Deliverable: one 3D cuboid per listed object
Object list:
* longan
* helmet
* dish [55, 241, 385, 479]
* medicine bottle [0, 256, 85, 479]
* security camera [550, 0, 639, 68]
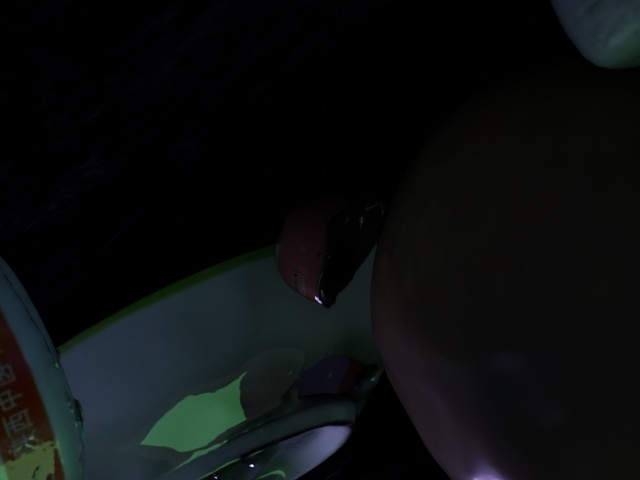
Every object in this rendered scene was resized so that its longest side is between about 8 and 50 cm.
[{"bbox_3d":[0.201,0.039,1.155,0.361,0.361,0.361,-27,168,-6],"label":"longan"},{"bbox_3d":[0.000,-0.001,1.224,0.084,0.049,0.065,-50,150,-42],"label":"helmet"},{"bbox_3d":[-0.073,0.129,1.383,0.324,0.124,0.324,-26,165,-8],"label":"dish"},{"bbox_3d":[-0.230,0.098,0.897,0.225,0.139,0.139,-24,168,-20],"label":"medicine bottle"},{"bbox_3d":[0.241,-0.157,1.050,0.157,0.080,0.301,-38,168,38],"label":"security camera"}]
